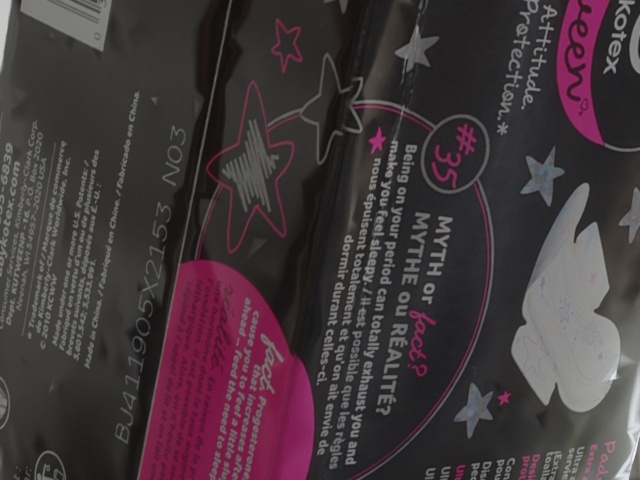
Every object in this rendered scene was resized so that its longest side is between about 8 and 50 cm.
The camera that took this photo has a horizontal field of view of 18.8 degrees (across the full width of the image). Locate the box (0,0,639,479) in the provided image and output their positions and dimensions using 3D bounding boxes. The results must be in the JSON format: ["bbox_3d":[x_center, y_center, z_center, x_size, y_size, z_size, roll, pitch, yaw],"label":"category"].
[{"bbox_3d":[0.000,0.000,0.553,0.142,0.163,0.247,-1,-71,-40],"label":"box"}]
